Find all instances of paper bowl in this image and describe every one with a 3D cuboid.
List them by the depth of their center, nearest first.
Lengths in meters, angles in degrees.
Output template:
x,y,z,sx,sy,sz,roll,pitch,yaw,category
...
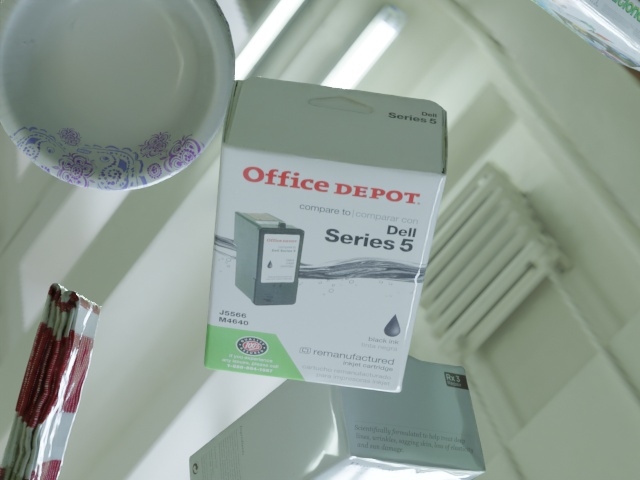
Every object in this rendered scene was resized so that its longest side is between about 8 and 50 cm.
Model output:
x,y,z,sx,sy,sz,roll,pitch,yaw,category
-0.243,-0.209,1.477,0.284,0.284,0.148,37,-170,-9,paper bowl

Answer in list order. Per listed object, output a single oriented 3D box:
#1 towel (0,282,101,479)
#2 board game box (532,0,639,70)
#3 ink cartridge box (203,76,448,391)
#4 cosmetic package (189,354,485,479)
x,y,z,sx,sy,sz,roll,pitch,yaw,category
-0.267,0.212,1.182,0.037,0.329,0.237,14,172,-2,towel
0.396,-0.311,1.725,0.305,0.053,0.193,25,-172,-39,board game box
0.000,0.000,1.163,0.198,0.272,0.114,7,-141,-1,ink cartridge box
0.009,0.291,1.617,0.217,0.385,0.156,11,-124,-30,cosmetic package
